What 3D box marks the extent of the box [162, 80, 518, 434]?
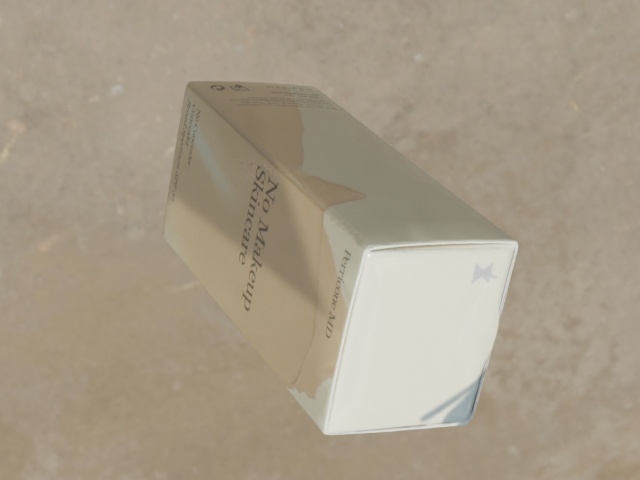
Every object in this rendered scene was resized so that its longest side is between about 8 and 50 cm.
[{"bbox_3d":[0.000,0.000,0.974,0.121,0.311,0.148,-1,114,-28],"label":"box"}]
